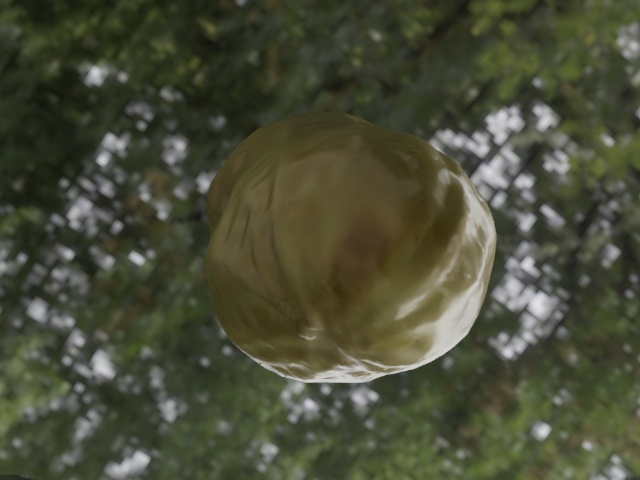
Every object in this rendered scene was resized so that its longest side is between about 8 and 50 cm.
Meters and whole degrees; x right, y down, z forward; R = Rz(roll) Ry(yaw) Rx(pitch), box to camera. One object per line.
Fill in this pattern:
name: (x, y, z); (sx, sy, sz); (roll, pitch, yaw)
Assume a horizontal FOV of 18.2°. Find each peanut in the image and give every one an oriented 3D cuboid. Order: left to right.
peanut: (0.000, 0.000, 1.105); (0.147, 0.147, 0.319); (-55, -164, 0)

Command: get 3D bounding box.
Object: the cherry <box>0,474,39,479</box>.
cherry: (-0.184, 0.251, 1.089); (0.296, 0.218, 0.255); (-37, 167, -7)
